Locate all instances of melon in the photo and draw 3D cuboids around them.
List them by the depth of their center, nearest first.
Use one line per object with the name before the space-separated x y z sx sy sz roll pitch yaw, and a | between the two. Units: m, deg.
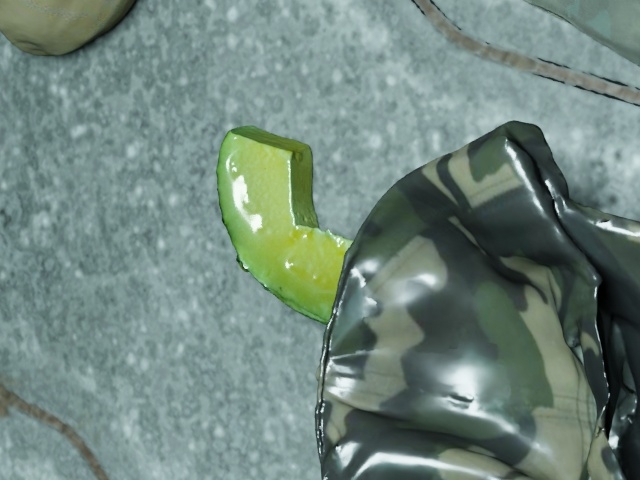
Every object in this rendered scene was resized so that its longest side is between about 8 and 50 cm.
melon | 0.000 0.000 1.258 0.209 0.064 0.118 26 99 25

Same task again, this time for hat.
hat | 0.200 0.130 1.101 0.381 0.257 0.366 13 93 -11

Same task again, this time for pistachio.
pistachio | -0.200 -0.248 1.329 0.138 0.153 0.238 53 141 29

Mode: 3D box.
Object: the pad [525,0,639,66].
pad | 0.224 -0.245 1.143 0.174 0.022 0.233 34 108 25
